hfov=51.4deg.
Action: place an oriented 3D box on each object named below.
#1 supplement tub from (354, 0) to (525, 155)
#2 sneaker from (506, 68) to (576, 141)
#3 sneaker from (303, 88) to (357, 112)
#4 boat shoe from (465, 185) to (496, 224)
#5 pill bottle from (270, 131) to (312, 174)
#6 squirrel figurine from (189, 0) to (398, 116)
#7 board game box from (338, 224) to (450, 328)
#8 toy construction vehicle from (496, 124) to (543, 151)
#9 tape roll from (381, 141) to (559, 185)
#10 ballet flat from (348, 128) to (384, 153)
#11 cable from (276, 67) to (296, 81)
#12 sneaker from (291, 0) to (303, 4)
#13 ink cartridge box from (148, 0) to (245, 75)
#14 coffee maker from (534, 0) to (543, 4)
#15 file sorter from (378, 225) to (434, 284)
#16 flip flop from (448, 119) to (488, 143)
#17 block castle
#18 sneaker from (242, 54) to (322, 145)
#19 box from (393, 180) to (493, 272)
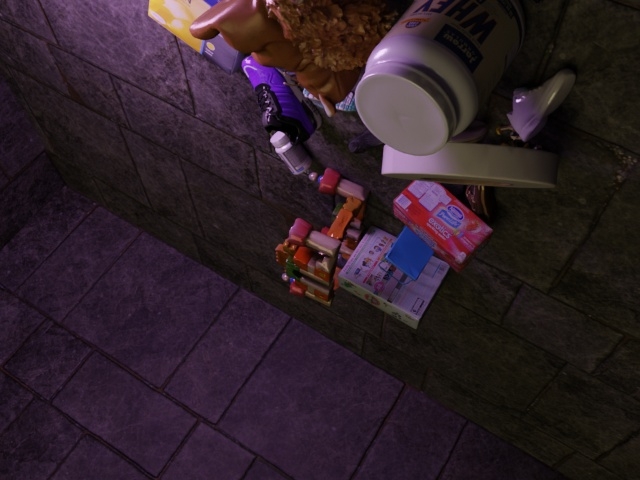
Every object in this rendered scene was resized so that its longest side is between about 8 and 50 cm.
[{"bbox_3d":[0.233,-0.347,1.304,0.235,0.325,0.235,28,154,16],"label":"supplement tub"},{"bbox_3d":[0.455,-0.301,1.413,0.094,0.080,0.212,52,155,15],"label":"sneaker"},{"bbox_3d":[0.036,-0.382,1.821,0.166,0.065,0.076,27,170,26],"label":"sneaker"},{"bbox_3d":[0.419,-0.115,1.762,0.073,0.073,0.207,17,149,28],"label":"boat shoe"},{"bbox_3d":[-0.094,-0.283,2.113,0.078,0.078,0.137,3,139,49],"label":"pill bottle"},{"bbox_3d":[-0.021,-0.453,1.502,0.370,0.281,0.397,44,163,-33],"label":"squirrel figurine"},{"bbox_3d":[0.243,0.117,2.208,0.303,0.224,0.097,29,158,16],"label":"board game box"},{"bbox_3d":[0.467,-0.234,1.556,0.098,0.035,0.086,14,158,43],"label":"toy construction vehicle"},{"bbox_3d":[0.330,-0.166,1.493,0.391,0.072,0.392,4,-177,0],"label":"tape roll"},{"bbox_3d":[0.145,-0.285,1.868,0.173,0.049,0.058,-12,94,53],"label":"ballet flat"},{"bbox_3d":[-0.074,-0.502,1.765,0.151,0.047,0.184,51,154,-19],"label":"cable"},{"bbox_3d":[-0.030,-0.522,1.146,0.099,0.153,0.282,34,179,1],"label":"sneaker"},{"bbox_3d":[-0.325,-0.635,1.816,0.303,0.072,0.307,37,157,-1],"label":"ink cartridge box"},{"bbox_3d":[0.353,-0.509,1.152,0.178,0.120,0.171,40,178,-6],"label":"coffee maker"},{"bbox_3d":[0.277,0.038,2.092,0.118,0.170,0.104,37,157,-1],"label":"file sorter"},{"bbox_3d":[0.271,-0.312,1.595,0.277,0.112,0.080,33,144,20],"label":"flip flop"},{"bbox_3d":[0.000,0.000,2.226,0.212,0.303,0.453,24,153,11],"label":"block castle"},{"bbox_3d":[-0.129,-0.390,1.894,0.293,0.146,0.102,45,153,-18],"label":"sneaker"},{"bbox_3d":[0.333,-0.050,1.830,0.257,0.128,0.123,44,173,17],"label":"box"}]
